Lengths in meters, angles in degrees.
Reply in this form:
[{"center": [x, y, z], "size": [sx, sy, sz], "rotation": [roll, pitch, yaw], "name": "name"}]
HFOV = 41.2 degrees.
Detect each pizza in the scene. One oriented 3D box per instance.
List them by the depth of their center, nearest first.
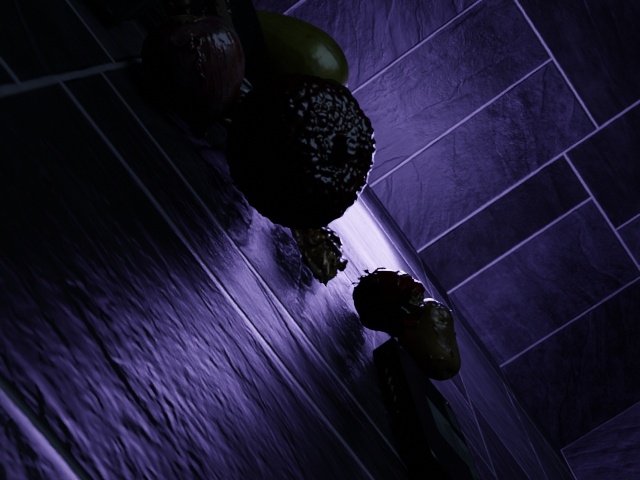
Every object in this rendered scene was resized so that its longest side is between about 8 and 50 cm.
[{"center": [0.000, 0.000, 1.565], "size": [0.147, 0.069, 0.226], "rotation": [57, 9, -1], "name": "pizza"}]

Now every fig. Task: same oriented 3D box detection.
[{"center": [-0.088, -0.426, 2.061], "size": [0.326, 0.258, 0.258], "rotation": [43, 8, 7], "name": "fig"}]

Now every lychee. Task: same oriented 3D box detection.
[{"center": [-0.037, -0.143, 1.380], "size": [0.260, 0.260, 0.260], "rotation": [53, 10, -13], "name": "lychee"}]

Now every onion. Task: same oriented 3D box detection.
[{"center": [-0.188, -0.245, 1.294], "size": [0.159, 0.159, 0.195], "rotation": [-106, -171, -63], "name": "onion"}]

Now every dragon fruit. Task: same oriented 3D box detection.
[{"center": [0.117, 0.106, 1.650], "size": [0.246, 0.125, 0.125], "rotation": [-139, -138, -67], "name": "dragon fruit"}]

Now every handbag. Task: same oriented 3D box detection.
[{"center": [-0.227, -0.435, 1.660], "size": [0.288, 0.152, 0.342], "rotation": [-82, 153, -56], "name": "handbag"}]

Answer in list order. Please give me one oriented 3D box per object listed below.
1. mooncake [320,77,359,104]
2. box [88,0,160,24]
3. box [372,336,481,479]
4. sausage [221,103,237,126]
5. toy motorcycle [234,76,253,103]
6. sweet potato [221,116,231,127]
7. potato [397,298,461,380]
[{"center": [-0.011, -0.252, 1.929], "size": [0.228, 0.228, 0.124], "rotation": [48, 20, -36], "name": "mooncake"}, {"center": [-0.318, -0.440, 1.283], "size": [0.210, 0.148, 0.129], "rotation": [50, 19, -18], "name": "box"}, {"center": [0.182, 0.317, 1.403], "size": [0.211, 0.058, 0.350], "rotation": [52, 10, -23], "name": "box"}, {"center": [-0.147, -0.256, 1.692], "size": [0.083, 0.083, 0.264], "rotation": [54, 10, -5], "name": "sausage"}, {"center": [-0.191, -0.290, 1.504], "size": [0.215, 0.080, 0.122], "rotation": [20, 31, -43], "name": "toy motorcycle"}, {"center": [-0.113, -0.171, 1.621], "size": [0.226, 0.068, 0.068], "rotation": [28, 27, -52], "name": "sweet potato"}, {"center": [0.230, 0.214, 1.814], "size": [0.137, 0.137, 0.176], "rotation": [26, 52, -71], "name": "potato"}]
